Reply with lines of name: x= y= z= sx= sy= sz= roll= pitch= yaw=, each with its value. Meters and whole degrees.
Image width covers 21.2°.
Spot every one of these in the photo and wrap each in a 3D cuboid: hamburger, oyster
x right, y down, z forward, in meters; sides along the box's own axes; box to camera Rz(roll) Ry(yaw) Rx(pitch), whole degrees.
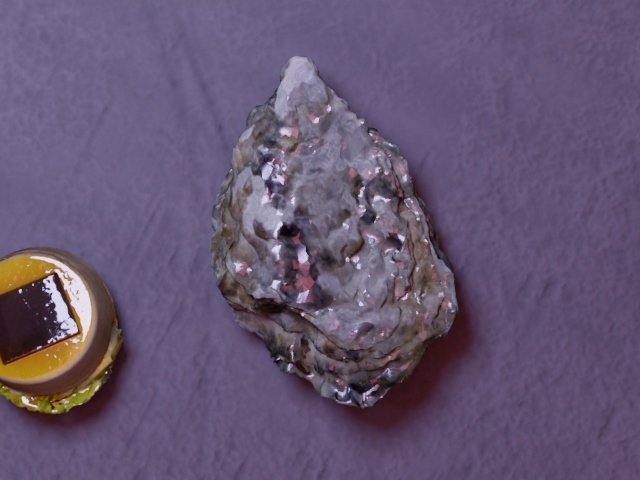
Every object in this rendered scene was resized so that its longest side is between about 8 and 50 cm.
hamburger: x=-0.232 y=0.074 z=1.432 sx=0.126 sy=0.081 sz=0.141 roll=-39 pitch=80 yaw=-2
oyster: x=0.000 y=0.000 z=1.418 sx=0.198 sy=0.112 sz=0.267 roll=-39 pitch=89 yaw=0
